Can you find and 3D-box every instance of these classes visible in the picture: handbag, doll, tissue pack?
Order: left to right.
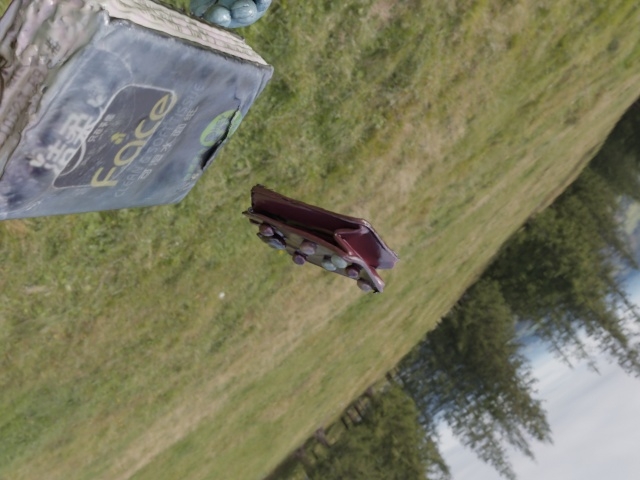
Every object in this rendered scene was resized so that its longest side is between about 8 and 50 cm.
[{"bbox_3d":[-0.148,-0.099,0.471,0.173,0.073,0.235,-47,170,18],"label":"tissue pack"},{"bbox_3d":[-0.113,-0.302,0.757,0.120,0.075,0.180,-10,-160,-1],"label":"doll"},{"bbox_3d":[-0.001,0.003,0.952,0.074,0.216,0.203,-66,155,-11],"label":"handbag"}]
